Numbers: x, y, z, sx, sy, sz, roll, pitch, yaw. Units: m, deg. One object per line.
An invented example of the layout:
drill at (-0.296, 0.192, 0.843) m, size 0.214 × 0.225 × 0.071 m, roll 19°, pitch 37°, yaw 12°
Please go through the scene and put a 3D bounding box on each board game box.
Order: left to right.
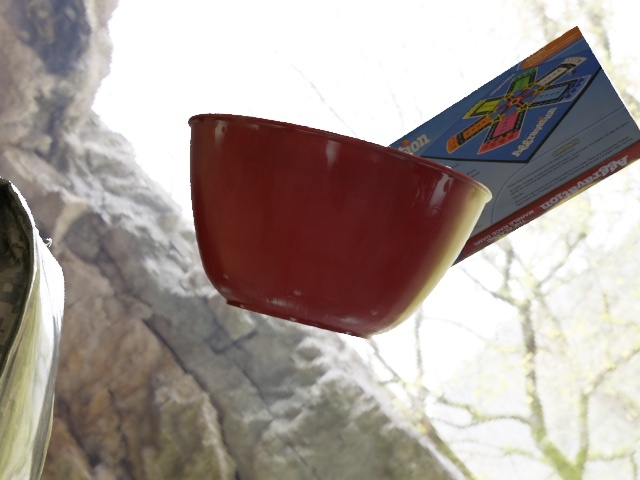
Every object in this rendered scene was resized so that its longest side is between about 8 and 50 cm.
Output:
board game box at (0.139, -0.063, 0.889) m, size 0.281 × 0.145 × 0.027 m, roll -31°, pitch -37°, yaw 20°

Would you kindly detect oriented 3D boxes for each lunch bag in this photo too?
lunch bag at (-0.295, 0.102, 0.782) m, size 0.235 × 0.168 × 0.287 m, roll 110°, pitch 174°, yaw -72°

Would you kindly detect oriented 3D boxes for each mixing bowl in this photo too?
mixing bowl at (0.000, 0.000, 0.568) m, size 0.181 × 0.181 × 0.098 m, roll 23°, pitch -101°, yaw -69°
